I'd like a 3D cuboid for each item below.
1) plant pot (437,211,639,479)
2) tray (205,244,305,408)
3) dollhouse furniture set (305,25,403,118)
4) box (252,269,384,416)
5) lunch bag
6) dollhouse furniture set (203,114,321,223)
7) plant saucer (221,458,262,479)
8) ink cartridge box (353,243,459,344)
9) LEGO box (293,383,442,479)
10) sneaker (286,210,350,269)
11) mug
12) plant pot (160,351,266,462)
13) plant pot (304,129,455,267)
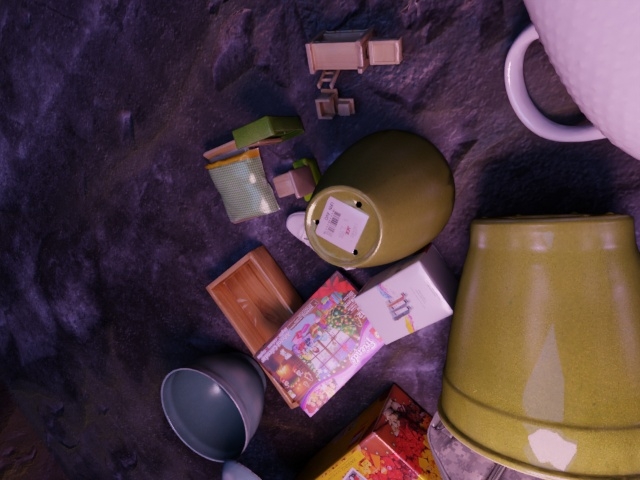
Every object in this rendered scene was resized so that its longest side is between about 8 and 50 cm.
[{"bbox_3d":[0.382,0.131,0.690,0.366,0.366,0.353,-1,95,26],"label":"plant pot"},{"bbox_3d":[-0.115,0.236,1.102,0.203,0.076,0.411,-36,88,31],"label":"tray"},{"bbox_3d":[0.084,-0.334,0.825,0.182,0.101,0.161,10,135,23],"label":"dollhouse furniture set"},{"bbox_3d":[0.010,0.243,0.982,0.201,0.057,0.293,44,93,6],"label":"box"},{"bbox_3d":[0.375,0.448,0.787,0.212,0.305,0.256,-55,33,-5],"label":"lunch bag"},{"bbox_3d":[-0.171,-0.147,0.955,0.301,0.151,0.197,-14,100,29],"label":"dollhouse furniture set"},{"bbox_3d":[-0.150,0.699,1.044,0.317,0.044,0.317,24,133,29],"label":"plant saucer"},{"bbox_3d":[0.189,0.115,0.881,0.176,0.128,0.127,-34,90,31],"label":"ink cartridge box"},{"bbox_3d":[0.162,0.677,1.043,0.372,0.193,0.500,40,119,9],"label":"LEGO box"},{"bbox_3d":[0.000,0.000,0.955,0.212,0.094,0.080,29,118,15],"label":"sneaker"},{"bbox_3d":[0.440,-0.275,0.574,0.328,0.276,0.374,59,151,-10],"label":"mug"},{"bbox_3d":[-0.278,0.447,1.180,0.293,0.196,0.293,9,110,24],"label":"plant pot"},{"bbox_3d":[0.093,-0.060,0.773,0.275,0.293,0.275,9,111,24],"label":"plant pot"}]
